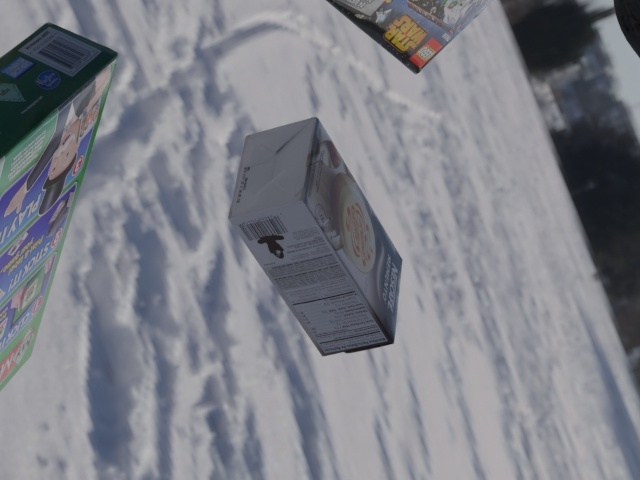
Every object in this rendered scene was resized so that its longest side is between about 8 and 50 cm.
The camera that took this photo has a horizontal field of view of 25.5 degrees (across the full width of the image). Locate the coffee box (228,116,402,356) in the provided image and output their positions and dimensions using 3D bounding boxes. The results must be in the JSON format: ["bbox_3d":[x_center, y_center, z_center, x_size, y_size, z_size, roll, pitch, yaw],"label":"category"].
[{"bbox_3d":[0.000,0.000,1.624,0.246,0.098,0.141,57,29,-39],"label":"coffee box"}]

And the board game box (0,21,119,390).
[{"bbox_3d":[-0.199,0.050,0.653,0.046,0.213,0.317,26,32,3],"label":"board game box"}]

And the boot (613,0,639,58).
[{"bbox_3d":[0.367,-0.228,1.321,0.264,0.096,0.280,65,34,-15],"label":"boot"}]

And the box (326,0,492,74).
[{"bbox_3d":[0.051,-0.145,0.729,0.027,0.094,0.137,51,11,25],"label":"box"}]
